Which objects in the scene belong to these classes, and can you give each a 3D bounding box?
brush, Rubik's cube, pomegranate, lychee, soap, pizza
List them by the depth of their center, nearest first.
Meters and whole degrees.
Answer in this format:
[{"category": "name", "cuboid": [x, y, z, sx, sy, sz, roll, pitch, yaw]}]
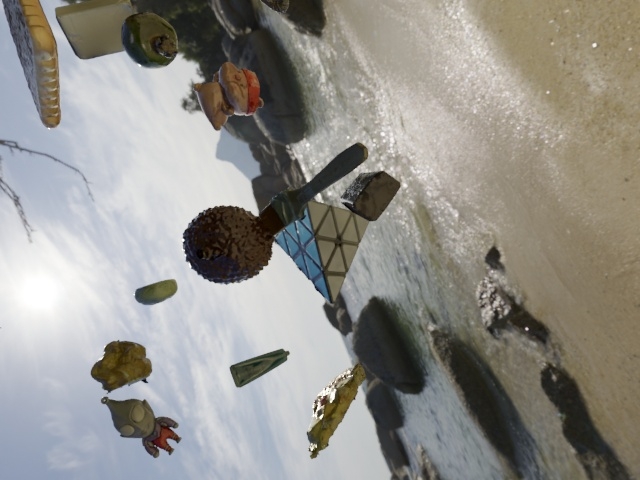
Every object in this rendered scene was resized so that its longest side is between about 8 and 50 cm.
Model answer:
[{"category": "pomegranate", "cuboid": [-0.348, -0.411, 0.848, 0.142, 0.114, 0.115, 33, 155, 38]}, {"category": "brush", "cuboid": [-0.024, -0.111, 0.902, 0.020, 0.336, 0.085, -26, -97, -53]}, {"category": "lychee", "cuboid": [-0.209, 0.012, 0.921, 0.238, 0.200, 0.200, -46, -65, -71]}, {"category": "soap", "cuboid": [-0.569, -0.555, 1.066, 0.121, 0.183, 0.064, 88, 159, -54]}, {"category": "pizza", "cuboid": [0.023, 0.495, 1.180, 0.075, 0.280, 0.288, 38, -154, 2]}, {"category": "Rubik's cube", "cuboid": [-0.001, 0.001, 1.184, 0.228, 0.233, 0.228, 30, -162, -9]}]

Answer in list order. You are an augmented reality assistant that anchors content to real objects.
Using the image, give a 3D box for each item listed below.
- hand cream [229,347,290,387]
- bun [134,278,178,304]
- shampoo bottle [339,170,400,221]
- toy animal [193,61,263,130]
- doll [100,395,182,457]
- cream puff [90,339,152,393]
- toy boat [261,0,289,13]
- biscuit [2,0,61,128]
[{"category": "hand cream", "cuboid": [-0.211, 0.444, 1.462, 0.048, 0.224, 0.083, -30, 80, 60]}, {"category": "bun", "cuboid": [-0.840, 0.270, 2.099, 0.221, 0.221, 0.108, 122, 132, -87]}, {"category": "shampoo bottle", "cuboid": [0.102, -0.107, 0.943, 0.071, 0.098, 0.309, 34, -175, -7]}, {"category": "toy animal", "cuboid": [-0.281, -0.455, 1.283, 0.171, 0.197, 0.171, -24, -90, -83]}, {"category": "doll", "cuboid": [-0.460, 0.462, 1.035, 0.227, 0.102, 0.075, 35, 164, 0]}, {"category": "cream puff", "cuboid": [-0.534, 0.333, 1.099, 0.156, 0.121, 0.156, 46, -172, -8]}, {"category": "toy boat", "cuboid": [-0.082, -0.707, 0.957, 0.321, 0.121, 0.089, 108, 177, -55]}, {"category": "biscuit", "cuboid": [-0.390, -0.291, 0.541, 0.250, 0.030, 0.160, 62, 143, 16]}]
